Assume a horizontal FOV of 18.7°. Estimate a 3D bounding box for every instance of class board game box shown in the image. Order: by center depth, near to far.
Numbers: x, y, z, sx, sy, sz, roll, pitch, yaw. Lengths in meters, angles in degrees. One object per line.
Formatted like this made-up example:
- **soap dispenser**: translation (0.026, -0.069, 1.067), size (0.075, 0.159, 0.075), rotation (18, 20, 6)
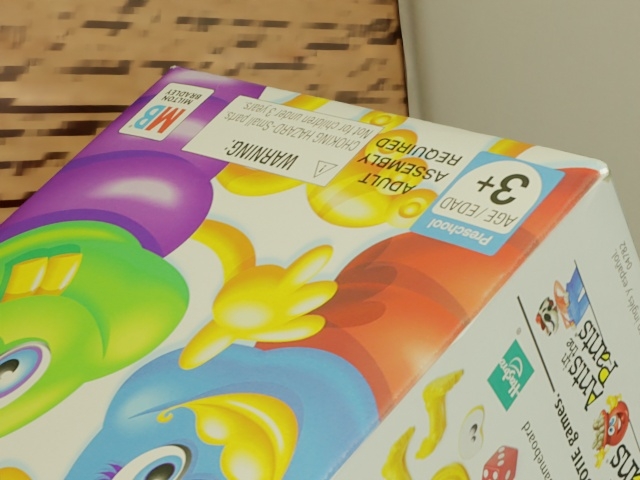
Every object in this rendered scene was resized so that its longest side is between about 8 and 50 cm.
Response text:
- **board game box**: translation (-0.052, 0.108, 0.418), size (0.275, 0.142, 0.144), rotation (-46, 131, -27)

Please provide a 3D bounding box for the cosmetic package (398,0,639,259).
- **cosmetic package**: translation (0.270, -0.088, 0.551), size (0.329, 0.394, 0.327), rotation (-29, 121, -41)
